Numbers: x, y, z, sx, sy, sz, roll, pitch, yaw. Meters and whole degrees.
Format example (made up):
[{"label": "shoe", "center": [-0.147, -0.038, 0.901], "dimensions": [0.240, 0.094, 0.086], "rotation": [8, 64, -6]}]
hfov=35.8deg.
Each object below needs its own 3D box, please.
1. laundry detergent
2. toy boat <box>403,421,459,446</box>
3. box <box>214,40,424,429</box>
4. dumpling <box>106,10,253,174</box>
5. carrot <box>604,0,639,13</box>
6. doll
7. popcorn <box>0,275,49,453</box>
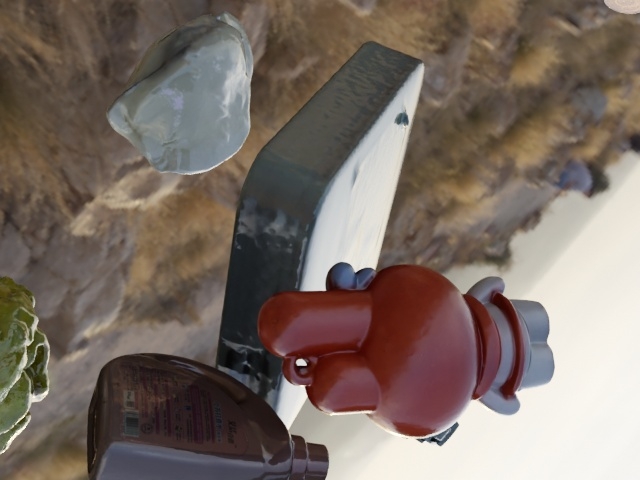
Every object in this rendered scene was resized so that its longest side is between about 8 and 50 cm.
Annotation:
[{"label": "laundry detergent", "center": [-0.114, 0.185, 1.007], "dimensions": [0.171, 0.237, 0.076], "rotation": [-108, -146, -52]}, {"label": "toy boat", "center": [0.143, 0.219, 1.280], "dimensions": [0.078, 0.085, 0.260], "rotation": [-51, 166, 6]}, {"label": "box", "center": [-0.001, 0.000, 1.188], "dimensions": [0.396, 0.111, 0.395], "rotation": [-54, 161, -52]}, {"label": "dumpling", "center": [-0.205, -0.258, 1.738], "dimensions": [0.318, 0.242, 0.187], "rotation": [-42, -165, -23]}, {"label": "carrot", "center": [0.412, -0.401, 1.246], "dimensions": [0.057, 0.057, 0.224], "rotation": [42, 63, -79]}, {"label": "doll", "center": [0.081, 0.098, 0.902], "dimensions": [0.291, 0.160, 0.130], "rotation": [0, 171, -24]}, {"label": "popcorn", "center": [-0.430, 0.134, 1.145], "dimensions": [0.235, 0.241, 0.250], "rotation": [-35, 164, -15]}]
